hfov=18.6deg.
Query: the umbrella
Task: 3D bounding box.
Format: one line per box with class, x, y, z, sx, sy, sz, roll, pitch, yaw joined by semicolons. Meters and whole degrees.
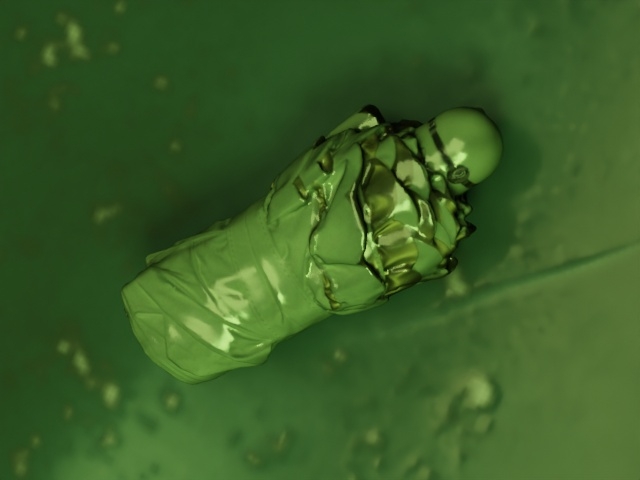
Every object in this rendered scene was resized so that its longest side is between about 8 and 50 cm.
umbrella;0.000;0.000;0.659;0.143;0.062;0.067;-34;45;17
